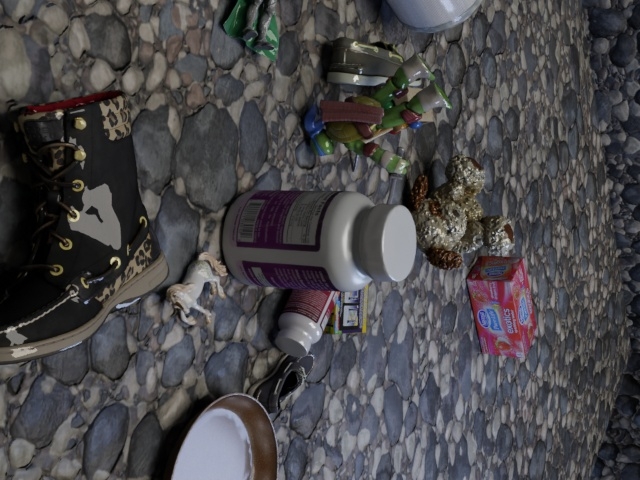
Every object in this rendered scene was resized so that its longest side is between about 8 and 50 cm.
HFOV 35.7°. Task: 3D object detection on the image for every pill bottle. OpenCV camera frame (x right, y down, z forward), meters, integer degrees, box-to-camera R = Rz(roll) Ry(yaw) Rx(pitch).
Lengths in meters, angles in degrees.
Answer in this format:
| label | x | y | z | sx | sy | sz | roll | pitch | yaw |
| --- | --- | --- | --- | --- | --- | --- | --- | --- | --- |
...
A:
| label | x | y | z | sx | sy | sz | roll | pitch | yaw |
| --- | --- | --- | --- | --- | --- | --- | --- | --- | --- |
| pill bottle | 0.000 | 0.000 | 1.667 | 0.169 | 0.301 | 0.169 | -8 | 99 | -59 |
| pill bottle | -0.027 | 0.136 | 1.844 | 0.086 | 0.086 | 0.152 | 61 | 43 | -41 |

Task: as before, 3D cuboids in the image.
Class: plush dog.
| label | x | y | z | sx | sy | sz | roll | pitch | yaw |
| --- | --- | --- | --- | --- | --- | --- | --- | --- | --- |
| plush dog | 0.290 | -0.046 | 2.318 | 0.225 | 0.210 | 0.262 | -15 | 77 | -44 |

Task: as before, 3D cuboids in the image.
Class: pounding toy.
| label | x | y | z | sx | sy | sz | roll | pitch | yaw |
| --- | --- | --- | --- | --- | --- | --- | --- | --- | --- |
| pounding toy | 0.150 | -0.257 | 2.089 | 0.141 | 0.130 | 0.100 | -10 | 89 | -59 |

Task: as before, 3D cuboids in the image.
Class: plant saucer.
| label | x | y | z | sx | sy | sz | roll | pitch | yaw |
| --- | --- | --- | --- | --- | --- | --- | --- | --- | --- |
| plant saucer | -0.172 | 0.407 | 1.657 | 0.310 | 0.050 | 0.310 | -5 | 96 | -59 |

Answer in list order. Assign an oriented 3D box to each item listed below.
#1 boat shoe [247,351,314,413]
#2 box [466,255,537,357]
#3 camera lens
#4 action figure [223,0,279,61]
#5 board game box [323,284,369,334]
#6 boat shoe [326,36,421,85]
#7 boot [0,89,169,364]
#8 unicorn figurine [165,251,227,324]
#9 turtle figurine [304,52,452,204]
| label | x | y | z | sx | sy | sz | roll | pitch | yaw |
| --- | --- | --- | --- | --- | --- | --- | --- | --- | --- |
| boat shoe | -0.056 | 0.262 | 1.825 | 0.206 | 0.065 | 0.075 | -33 | 120 | -54 |
| box | 0.491 | 0.179 | 2.677 | 0.122 | 0.128 | 0.257 | -50 | 134 | -46 |
| camera lens | 0.213 | -0.584 | 2.063 | 0.274 | 0.219 | 0.219 | 44 | 55 | -51 |
| action figure | -0.094 | -0.444 | 1.718 | 0.137 | 0.063 | 0.232 | 30 | 63 | -53 |
| board game box | 0.046 | 0.102 | 2.002 | 0.141 | 0.048 | 0.170 | 8 | 85 | -61 |
| boat shoe | 0.120 | -0.362 | 2.032 | 0.305 | 0.109 | 0.091 | -11 | 107 | -55 |
| boot | -0.334 | -0.026 | 1.262 | 0.377 | 0.138 | 0.284 | -35 | 122 | -58 |
| unicorn figurine | -0.202 | 0.084 | 1.584 | 0.162 | 0.060 | 0.111 | -82 | 153 | -42 |
| turtle figurine | 0.129 | -0.214 | 1.930 | 0.274 | 0.266 | 0.198 | 51 | 16 | -18 |
